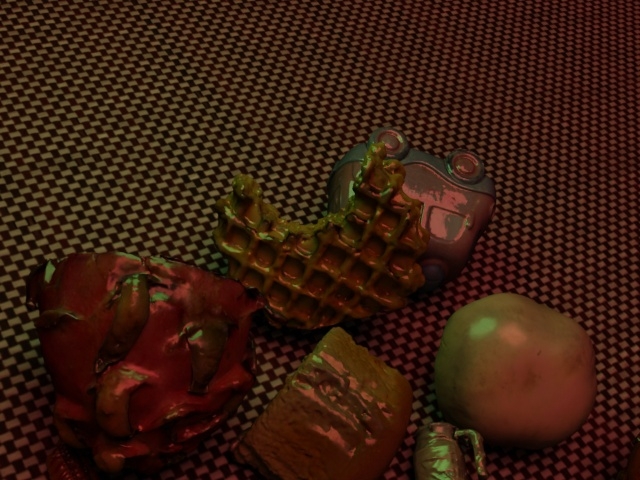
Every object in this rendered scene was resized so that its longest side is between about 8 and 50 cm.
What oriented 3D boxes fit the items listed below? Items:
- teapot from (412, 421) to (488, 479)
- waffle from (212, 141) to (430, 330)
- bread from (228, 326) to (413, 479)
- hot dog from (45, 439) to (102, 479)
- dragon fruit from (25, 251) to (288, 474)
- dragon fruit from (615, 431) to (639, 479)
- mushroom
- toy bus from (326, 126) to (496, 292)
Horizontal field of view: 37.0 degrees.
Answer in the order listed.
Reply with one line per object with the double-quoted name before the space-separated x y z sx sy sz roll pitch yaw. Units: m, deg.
"teapot" 0.190 0.356 1.360 0.107 0.077 0.200 -19 48 18
"waffle" 0.000 0.000 1.473 0.324 0.261 0.151 -11 10 12
"bread" 0.027 0.258 1.356 0.204 0.162 0.262 39 63 1
"hot dog" -0.316 0.324 1.257 0.062 0.038 0.144 -18 59 -30
"dragon fruit" -0.237 0.172 1.246 0.296 0.314 0.263 30 63 -45
"dragon fruit" 0.560 0.373 1.363 0.277 0.277 0.343 30 58 7
"mushroom" 0.291 0.196 1.487 0.253 0.234 0.260 -28 103 -4
"toy bus" 0.145 -0.031 1.628 0.294 0.197 0.232 17 57 -6
